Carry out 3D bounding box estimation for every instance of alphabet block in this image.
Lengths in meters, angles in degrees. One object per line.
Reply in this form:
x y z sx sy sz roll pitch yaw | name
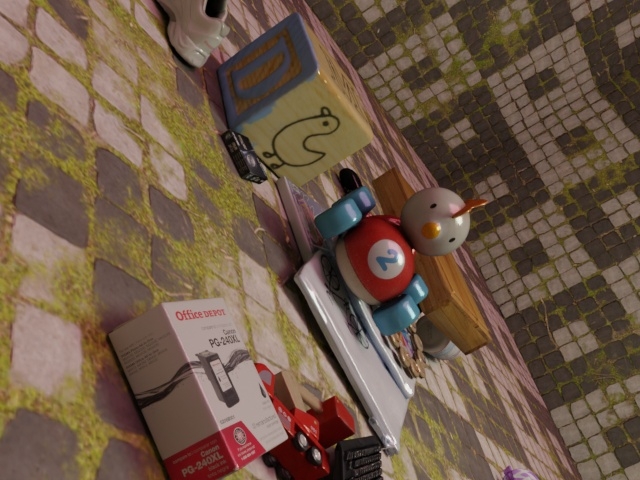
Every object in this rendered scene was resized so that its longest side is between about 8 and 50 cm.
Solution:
-0.047 -0.248 1.196 0.197 0.192 0.194 41 26 -45 | alphabet block

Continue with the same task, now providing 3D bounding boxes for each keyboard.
0.046 0.283 0.758 0.180 0.023 0.108 38 54 -67 | keyboard

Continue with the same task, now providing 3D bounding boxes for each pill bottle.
0.276 0.225 1.508 0.160 0.087 0.087 35 29 -57 | pill bottle

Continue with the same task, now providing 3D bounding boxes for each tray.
0.241 0.035 1.466 0.203 0.076 0.411 44 20 -40 | tray

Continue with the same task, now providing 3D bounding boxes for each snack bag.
0.077 0.137 1.104 0.323 0.037 0.342 62 19 -5 | snack bag

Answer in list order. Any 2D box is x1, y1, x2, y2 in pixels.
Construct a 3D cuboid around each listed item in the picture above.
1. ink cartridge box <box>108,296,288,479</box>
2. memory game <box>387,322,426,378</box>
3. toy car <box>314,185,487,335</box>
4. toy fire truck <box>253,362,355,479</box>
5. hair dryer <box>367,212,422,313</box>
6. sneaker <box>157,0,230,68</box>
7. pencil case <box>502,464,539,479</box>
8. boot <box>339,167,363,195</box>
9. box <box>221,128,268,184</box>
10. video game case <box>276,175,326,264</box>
-0.104 0.129 0.581 0.151 0.063 0.109 63 17 11 | ink cartridge box
0.148 0.162 1.191 0.186 0.012 0.186 54 21 -31 | memory game
0.154 -0.011 1.059 0.219 0.237 0.210 58 21 -4 | toy car
-0.031 0.189 0.724 0.192 0.047 0.135 52 17 -23 | toy fire truck
0.147 0.051 1.442 0.294 0.080 0.223 61 17 5 | hair dryer
-0.207 -0.402 1.108 0.090 0.115 0.232 25 38 -63 | sneaker
0.435 0.573 1.396 0.088 0.086 0.206 34 18 -4 | pencil case
0.077 -0.117 1.598 0.121 0.045 0.099 59 19 -3 | boot
-0.122 -0.135 1.070 0.083 0.018 0.067 64 16 14 | box
0.000 0.000 1.192 0.183 0.023 0.201 36 28 -55 | video game case
